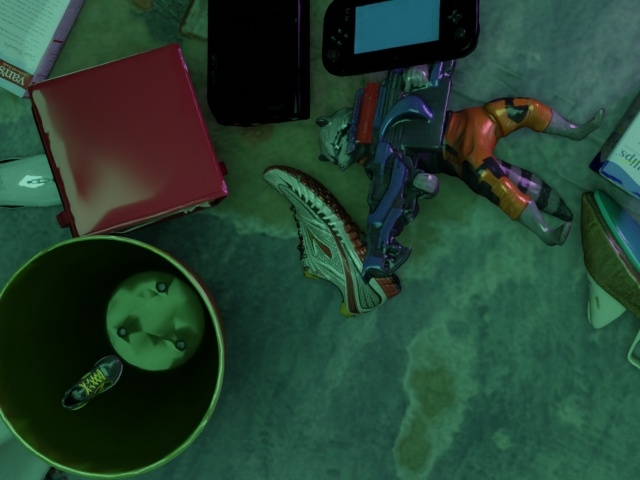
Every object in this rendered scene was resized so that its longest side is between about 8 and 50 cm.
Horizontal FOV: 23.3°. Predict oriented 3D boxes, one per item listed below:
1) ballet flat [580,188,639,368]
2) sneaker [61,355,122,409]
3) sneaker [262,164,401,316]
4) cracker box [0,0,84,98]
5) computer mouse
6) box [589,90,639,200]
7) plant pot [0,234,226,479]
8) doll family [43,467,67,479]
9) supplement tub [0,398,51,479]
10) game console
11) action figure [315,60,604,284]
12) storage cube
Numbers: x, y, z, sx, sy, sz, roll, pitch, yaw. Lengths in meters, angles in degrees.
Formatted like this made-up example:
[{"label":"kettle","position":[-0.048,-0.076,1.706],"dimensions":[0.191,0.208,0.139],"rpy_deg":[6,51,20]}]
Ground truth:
[{"label":"ballet flat","position":[0.410,0.094,1.902],"dimensions":[0.342,0.116,0.124],"rpy_deg":[44,117,-3]},{"label":"sneaker","position":[-0.251,0.160,1.701],"dimensions":[0.083,0.035,0.031],"rpy_deg":[-44,90,7]},{"label":"sneaker","position":[0.000,0.000,1.933],"dimensions":[0.093,0.088,0.225],"rpy_deg":[-38,90,9]},{"label":"cracker box","position":[-0.384,-0.315,1.955],"dimensions":[0.156,0.067,0.232],"rpy_deg":[29,96,4]},{"label":"computer mouse","position":[-0.342,-0.076,1.983],"dimensions":[0.193,0.042,0.106],"rpy_deg":[-7,95,6]},{"label":"box","position":[0.394,-0.122,1.863],"dimensions":[0.072,0.126,0.137],"rpy_deg":[33,97,1]},{"label":"plant pot","position":[-0.227,0.120,1.862],"dimensions":[0.275,0.293,0.274],"rpy_deg":[0,94,6]},{"label":"doll family","position":[-0.389,0.338,2.012],"dimensions":[0.111,0.076,0.193],"rpy_deg":[-14,88,11]},{"label":"supplement tub","position":[-0.496,0.196,1.899],"dimensions":[0.316,0.228,0.228],"rpy_deg":[42,98,21]},{"label":"game console","position":[0.022,-0.259,1.859],"dimensions":[0.361,0.044,0.213],"rpy_deg":[-6,79,27]},{"label":"action figure","position":[0.146,-0.073,1.874],"dimensions":[0.330,0.178,0.341],"rpy_deg":[16,71,9]},{"label":"storage cube","position":[-0.234,-0.111,1.878],"dimensions":[0.215,0.184,0.193],"rpy_deg":[-19,90,-9]}]
